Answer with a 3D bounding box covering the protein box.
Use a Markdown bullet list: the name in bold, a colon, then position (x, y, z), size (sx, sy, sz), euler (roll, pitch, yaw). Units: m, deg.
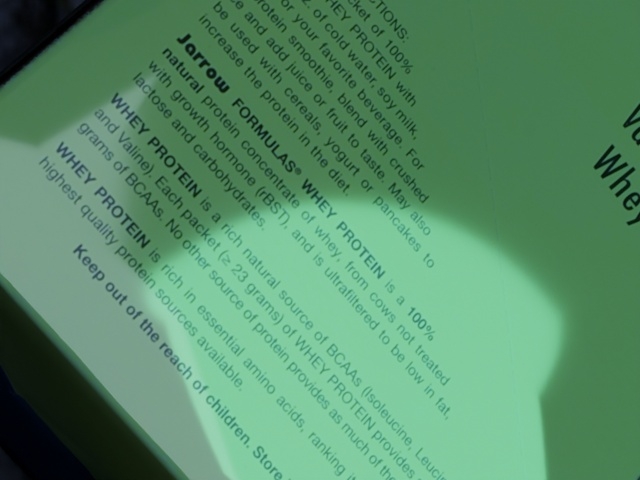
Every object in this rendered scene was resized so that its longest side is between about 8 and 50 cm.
- **protein box**: position (0.000, 0.000, 0.481), size (0.201, 0.136, 0.200), euler (-46, 104, -24)
